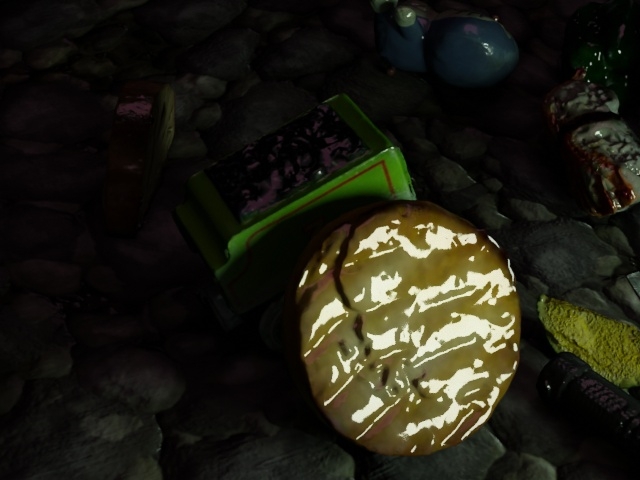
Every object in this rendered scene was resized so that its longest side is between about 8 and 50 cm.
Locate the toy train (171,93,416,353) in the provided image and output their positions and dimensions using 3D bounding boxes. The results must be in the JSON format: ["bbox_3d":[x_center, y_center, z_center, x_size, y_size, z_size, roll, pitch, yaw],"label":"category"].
[{"bbox_3d":[-0.023,-0.013,1.261,0.307,0.249,0.173,-30,47,-7],"label":"toy train"}]

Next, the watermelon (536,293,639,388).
[{"bbox_3d":[0.364,0.126,1.287,0.181,0.092,0.075,18,27,27],"label":"watermelon"}]

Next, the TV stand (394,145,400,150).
[{"bbox_3d":[0.110,-0.060,1.517,0.036,0.042,0.249,16,38,-19],"label":"TV stand"}]

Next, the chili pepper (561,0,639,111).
[{"bbox_3d":[0.511,-0.342,1.809,0.165,0.174,0.261,-7,35,25],"label":"chili pepper"}]

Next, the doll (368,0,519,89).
[{"bbox_3d":[0.218,-0.351,1.780,0.258,0.154,0.228,13,2,26],"label":"doll"}]

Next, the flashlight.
[{"bbox_3d":[0.358,0.212,1.185,0.093,0.093,0.232,-24,45,-30],"label":"flashlight"}]

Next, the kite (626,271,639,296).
[{"bbox_3d":[0.560,0.065,1.435,0.245,0.015,0.141,-14,46,-20],"label":"kite"}]

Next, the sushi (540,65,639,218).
[{"bbox_3d":[0.430,-0.146,1.591,0.130,0.124,0.332,-12,43,-4],"label":"sushi"}]

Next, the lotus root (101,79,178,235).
[{"bbox_3d":[-0.265,-0.147,1.496,0.074,0.170,0.260,9,35,-1],"label":"lotus root"}]

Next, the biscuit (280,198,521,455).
[{"bbox_3d":[0.092,0.099,1.172,0.296,0.296,0.102,-15,1,-23],"label":"biscuit"}]
